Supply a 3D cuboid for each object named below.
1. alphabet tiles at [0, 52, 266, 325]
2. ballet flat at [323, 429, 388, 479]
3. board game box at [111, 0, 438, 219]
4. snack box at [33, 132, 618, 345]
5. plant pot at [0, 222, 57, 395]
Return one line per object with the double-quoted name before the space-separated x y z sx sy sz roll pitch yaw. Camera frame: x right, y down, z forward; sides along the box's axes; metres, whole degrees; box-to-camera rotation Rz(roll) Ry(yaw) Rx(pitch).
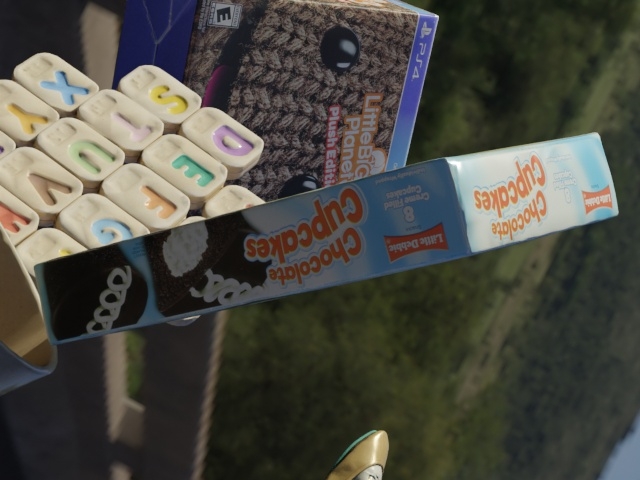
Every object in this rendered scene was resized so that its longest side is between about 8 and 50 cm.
"alphabet tiles" -0.174 -0.052 1.348 0.284 0.278 0.021 -43 165 -46
"ballet flat" 0.021 0.321 1.965 0.232 0.073 0.080 -38 145 -30
"board game box" -0.054 -0.147 1.659 0.291 0.141 0.232 0 110 -36
"snack box" 0.000 0.000 1.013 0.187 0.322 0.060 -13 90 -54
"plant pot" -0.358 0.049 1.064 0.274 0.256 0.256 -32 174 2
